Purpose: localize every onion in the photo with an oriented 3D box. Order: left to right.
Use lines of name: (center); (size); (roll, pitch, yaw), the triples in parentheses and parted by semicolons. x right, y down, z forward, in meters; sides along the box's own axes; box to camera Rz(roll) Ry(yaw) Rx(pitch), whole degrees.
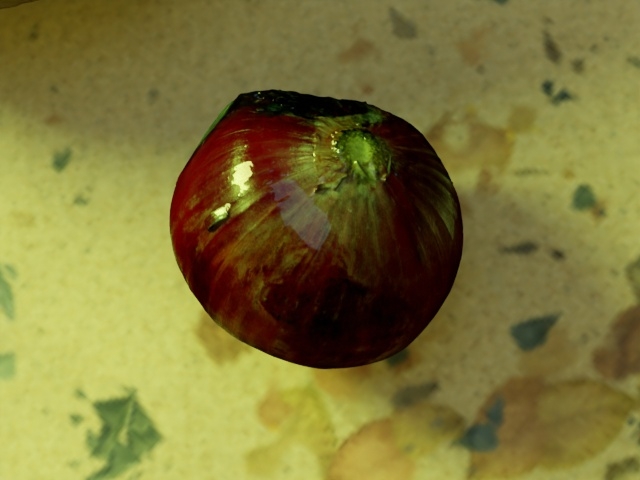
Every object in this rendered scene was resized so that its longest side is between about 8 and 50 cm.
onion: (0.000, 0.000, 0.768); (0.117, 0.118, 0.118); (-8, 70, -10)

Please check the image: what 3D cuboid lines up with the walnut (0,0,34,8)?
walnut: (-0.163, -0.232, 0.780); (0.313, 0.277, 0.252); (-10, 57, -7)
